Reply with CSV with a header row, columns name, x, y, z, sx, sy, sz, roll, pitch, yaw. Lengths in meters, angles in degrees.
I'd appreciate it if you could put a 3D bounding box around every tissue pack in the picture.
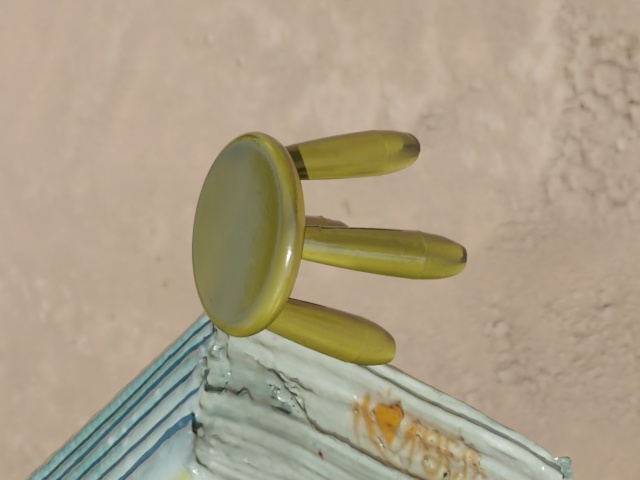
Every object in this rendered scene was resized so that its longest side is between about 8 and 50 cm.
name,x,y,z,sx,sy,sz,roll,pitch,yaw
tissue pack,-0.060,0.227,1.026,0.388,0.287,0.162,-42,30,40

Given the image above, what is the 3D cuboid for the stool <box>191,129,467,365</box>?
name,x,y,z,sx,sy,sz,roll,pitch,yaw
stool,0.000,0.000,0.856,0.135,0.110,0.134,9,92,60
